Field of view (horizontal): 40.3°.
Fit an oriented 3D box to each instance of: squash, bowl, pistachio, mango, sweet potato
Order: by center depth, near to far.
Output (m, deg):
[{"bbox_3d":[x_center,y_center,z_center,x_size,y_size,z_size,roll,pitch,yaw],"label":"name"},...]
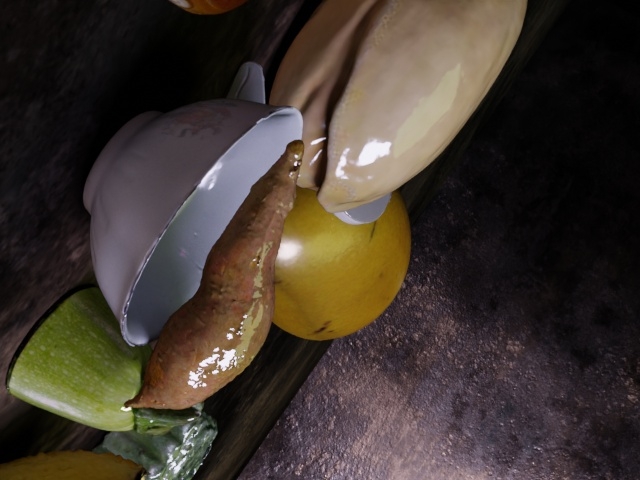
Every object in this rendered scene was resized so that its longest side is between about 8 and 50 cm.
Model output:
[{"bbox_3d":[-0.056,0.039,0.579,0.226,0.068,0.068,-58,171,14],"label":"sweet potato"},{"bbox_3d":[-0.099,-0.029,0.581,0.189,0.086,0.189,-52,169,-14],"label":"bowl"},{"bbox_3d":[-0.149,0.110,0.657,0.105,0.132,0.105,-55,169,-15],"label":"squash"},{"bbox_3d":[0.070,-0.157,0.753,0.293,0.162,0.181,-55,155,-7],"label":"pistachio"},{"bbox_3d":[0.000,0.000,0.964,0.211,0.173,0.317,-53,159,-3],"label":"mango"}]

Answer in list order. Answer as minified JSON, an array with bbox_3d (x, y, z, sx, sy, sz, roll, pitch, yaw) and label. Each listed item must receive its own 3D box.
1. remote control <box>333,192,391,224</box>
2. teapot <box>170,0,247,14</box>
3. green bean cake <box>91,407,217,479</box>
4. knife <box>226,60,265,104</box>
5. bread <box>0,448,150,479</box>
[{"bbox_3d":[0.054,-0.130,0.869,0.022,0.077,0.245,-13,-123,51],"label":"remote control"},{"bbox_3d":[-0.039,-0.158,0.454,0.098,0.078,0.129,-57,171,9],"label":"teapot"},{"bbox_3d":[-0.201,0.260,1.040,0.181,0.094,0.173,-53,171,-13],"label":"green bean cake"},{"bbox_3d":[-0.095,-0.026,0.701,0.244,0.058,0.032,-58,169,16],"label":"knife"},{"bbox_3d":[-0.249,0.263,0.674,0.260,0.147,0.160,-52,163,-65],"label":"bread"}]
